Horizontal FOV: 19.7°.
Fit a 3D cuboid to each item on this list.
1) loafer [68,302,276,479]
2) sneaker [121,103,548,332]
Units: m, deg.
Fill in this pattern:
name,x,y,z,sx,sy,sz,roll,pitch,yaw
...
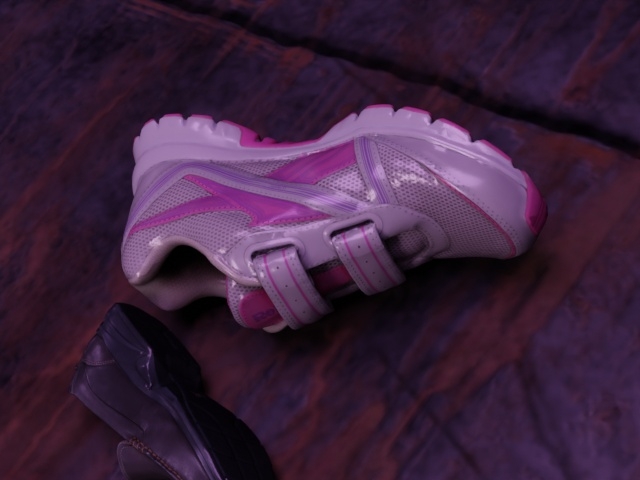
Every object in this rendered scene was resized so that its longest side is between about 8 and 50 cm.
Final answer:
name,x,y,z,sx,sy,sz,roll,pitch,yaw
loafer,-0.078,0.106,0.974,0.061,0.062,0.170,-50,45,10
sneaker,0.000,0.000,0.998,0.252,0.103,0.111,-1,58,29
